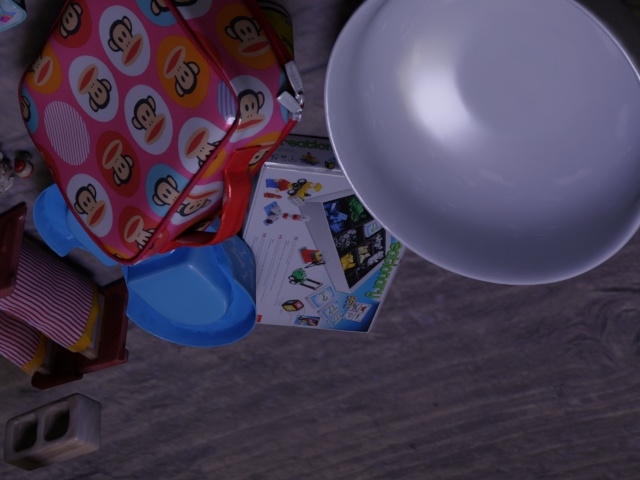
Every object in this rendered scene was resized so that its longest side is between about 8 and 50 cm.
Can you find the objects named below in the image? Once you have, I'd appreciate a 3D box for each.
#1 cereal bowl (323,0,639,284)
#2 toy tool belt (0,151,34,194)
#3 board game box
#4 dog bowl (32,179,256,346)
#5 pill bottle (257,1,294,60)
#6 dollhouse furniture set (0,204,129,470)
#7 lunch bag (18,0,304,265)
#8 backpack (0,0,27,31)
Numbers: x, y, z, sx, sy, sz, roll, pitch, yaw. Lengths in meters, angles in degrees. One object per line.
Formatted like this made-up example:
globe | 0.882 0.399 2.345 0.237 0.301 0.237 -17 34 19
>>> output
cereal bowl | 0.180 -0.132 1.359 0.339 0.141 0.339 14 126 20
toy tool belt | -0.357 -0.075 1.513 0.083 0.052 0.051 -19 149 18
board game box | 0.000 0.000 1.640 0.193 0.053 0.305 6 142 -11
dog bowl | -0.185 0.004 1.571 0.166 0.074 0.297 -18 132 33
pill bottle | -0.057 -0.170 1.359 0.065 0.116 0.065 -2 143 -2
dollhouse furniture set | -0.341 0.180 1.590 0.152 0.374 0.201 -22 141 29
lunch bag | -0.147 -0.115 1.304 0.120 0.258 0.293 -23 165 -43
backpack | -0.369 -0.233 1.230 0.166 0.144 0.188 -18 138 27
